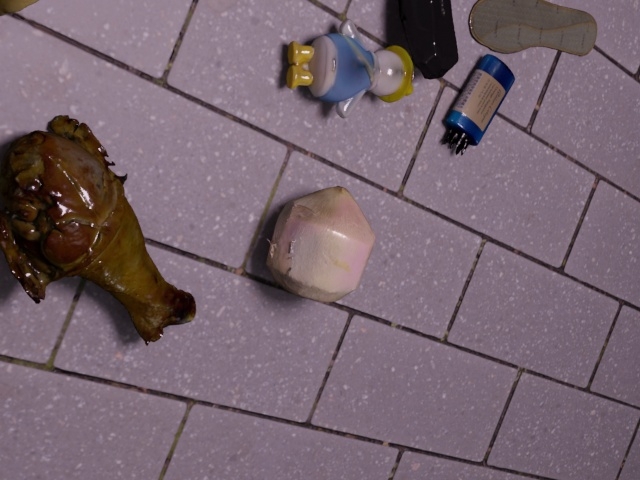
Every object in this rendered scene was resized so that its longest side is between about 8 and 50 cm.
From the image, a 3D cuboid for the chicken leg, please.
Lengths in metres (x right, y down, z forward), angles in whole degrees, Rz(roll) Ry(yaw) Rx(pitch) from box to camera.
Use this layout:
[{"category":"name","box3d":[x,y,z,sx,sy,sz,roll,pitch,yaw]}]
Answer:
[{"category":"chicken leg","box3d":[-0.313,0.020,1.204,0.211,0.140,0.361,-41,119,-29]}]

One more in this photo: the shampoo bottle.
[{"category":"shampoo bottle","box3d":[0.283,-0.241,1.605,0.087,0.050,0.183,36,81,-39]}]

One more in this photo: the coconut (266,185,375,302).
[{"category":"coconut","box3d":[0.000,0.000,1.408,0.171,0.171,0.182,7,102,-36]}]

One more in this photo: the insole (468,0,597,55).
[{"category":"insole","box3d":[0.410,-0.406,1.674,0.349,0.009,0.118,-1,103,-35]}]

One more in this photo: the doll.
[{"category":"doll","box3d":[0.060,-0.271,1.412,0.241,0.099,0.135,-1,64,-36]}]

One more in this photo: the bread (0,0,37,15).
[{"category":"bread","box3d":[-0.315,-0.449,0.923,0.300,0.210,0.341,-48,122,-36]}]

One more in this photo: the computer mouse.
[{"category":"computer mouse","box3d":[0.172,-0.373,1.461,0.122,0.074,0.217,-7,90,-58]}]
